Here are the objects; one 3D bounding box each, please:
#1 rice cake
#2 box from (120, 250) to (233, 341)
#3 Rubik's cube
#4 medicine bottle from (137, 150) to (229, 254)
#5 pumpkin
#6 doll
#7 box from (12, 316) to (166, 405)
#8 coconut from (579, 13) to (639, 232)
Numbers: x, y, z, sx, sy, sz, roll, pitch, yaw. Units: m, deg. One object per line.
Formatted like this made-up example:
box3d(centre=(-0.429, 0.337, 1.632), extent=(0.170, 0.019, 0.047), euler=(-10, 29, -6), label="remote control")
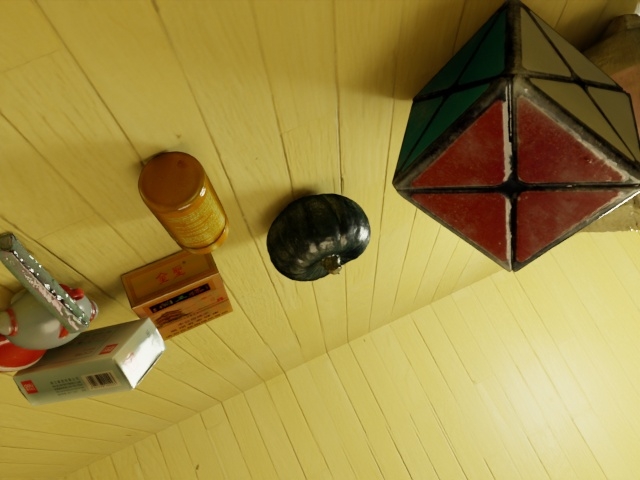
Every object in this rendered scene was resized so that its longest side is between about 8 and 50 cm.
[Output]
box3d(centre=(-0.413, 0.067, 0.983), extent=(0.033, 0.033, 0.207), euler=(-21, 131, 7), label="rice cake")
box3d(centre=(-0.283, 0.112, 1.347), extent=(0.174, 0.076, 0.274), euler=(-24, 161, -10), label="box")
box3d(centre=(0.285, -0.153, 0.986), extent=(0.259, 0.255, 0.260), euler=(-44, -162, 39), label="Rubik's cube")
box3d(centre=(-0.199, -0.052, 0.990), extent=(0.096, 0.096, 0.192), euler=(-24, 162, -6), label="medicine bottle")
box3d(centre=(-0.002, -0.001, 1.292), extent=(0.212, 0.152, 0.211), euler=(-9, 158, -4), label="pumpkin")
box3d(centre=(-0.499, 0.150, 1.139), extent=(0.336, 0.105, 0.200), euler=(-31, 162, 38), label="doll")
box3d(centre=(-0.439, 0.230, 1.258), extent=(0.269, 0.079, 0.135), euler=(-14, -158, 25), label="box")
box3d(centre=(0.575, -0.218, 1.196), extent=(0.405, 0.404, 0.404), euler=(-23, 161, -9), label="coconut")
